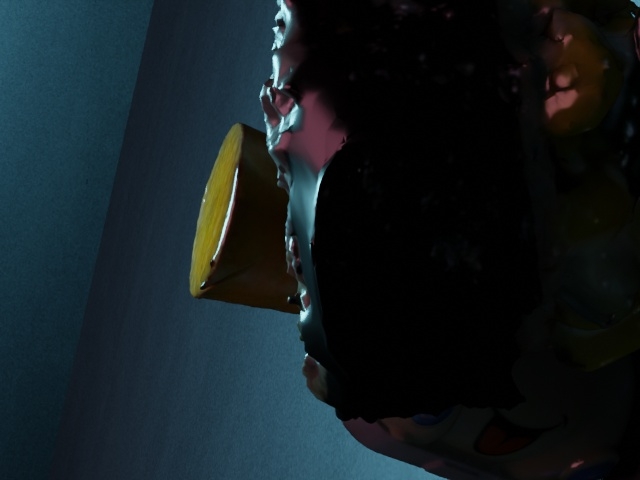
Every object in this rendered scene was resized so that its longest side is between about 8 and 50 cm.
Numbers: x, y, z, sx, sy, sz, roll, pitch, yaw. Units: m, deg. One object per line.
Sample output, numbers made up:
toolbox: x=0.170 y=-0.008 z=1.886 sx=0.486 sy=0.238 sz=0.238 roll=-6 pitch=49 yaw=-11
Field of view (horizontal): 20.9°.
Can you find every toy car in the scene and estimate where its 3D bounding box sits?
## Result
toy car: x=0.161 y=0.015 z=1.408 sx=0.226 sy=0.242 sz=0.336 roll=-26 pitch=51 yaw=42

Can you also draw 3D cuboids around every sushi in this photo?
sushi: x=0.118 y=-0.056 z=1.133 sx=0.329 sy=0.285 sz=0.328 roll=-76 pitch=-20 yaw=-71

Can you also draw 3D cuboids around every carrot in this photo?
carrot: x=0.000 y=0.000 z=1.845 sx=0.196 sy=0.254 sz=0.196 roll=-164 pitch=90 yaw=-74
